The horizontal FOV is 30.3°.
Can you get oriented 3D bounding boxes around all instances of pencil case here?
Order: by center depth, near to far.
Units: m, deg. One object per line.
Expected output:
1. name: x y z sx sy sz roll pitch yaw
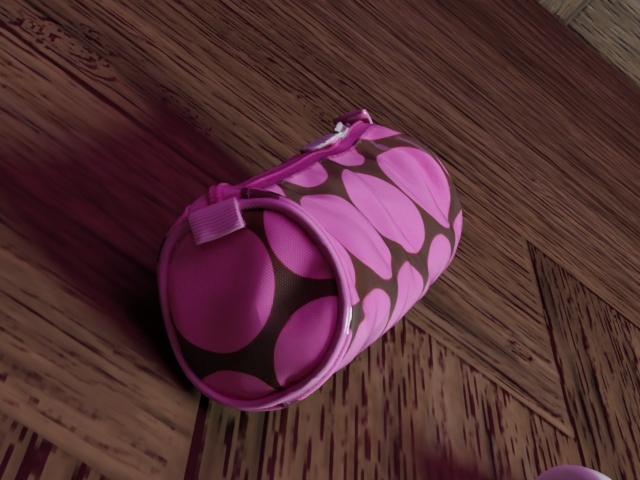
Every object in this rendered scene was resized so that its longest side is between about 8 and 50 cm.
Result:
1. pencil case: 0.000 0.000 0.546 0.209 0.095 0.098 -38 117 -69

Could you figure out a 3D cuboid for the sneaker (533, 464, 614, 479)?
1. sneaker: 0.182 0.193 0.520 0.121 0.079 0.217 20 31 -40
